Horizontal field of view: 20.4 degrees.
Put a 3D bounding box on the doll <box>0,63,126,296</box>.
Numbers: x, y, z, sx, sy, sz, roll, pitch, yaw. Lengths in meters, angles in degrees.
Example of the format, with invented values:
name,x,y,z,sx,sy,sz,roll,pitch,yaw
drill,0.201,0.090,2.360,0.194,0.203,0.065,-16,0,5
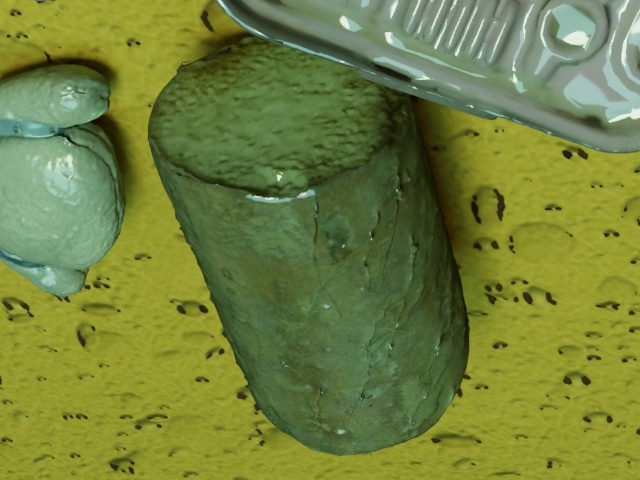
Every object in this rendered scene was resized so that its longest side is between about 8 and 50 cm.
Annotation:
name,x,y,z,sx,sy,sz,roll,pitch,yaw
doll,-0.177,-0.035,1.156,0.103,0.072,0.214,11,141,0

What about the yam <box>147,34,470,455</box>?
name,x,y,z,sx,sy,sz,roll,pitch,yaw
yam,0.000,0.000,1.080,0.161,0.161,0.268,0,144,16

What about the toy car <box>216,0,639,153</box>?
name,x,y,z,sx,sy,sz,roll,pitch,yaw
toy car,0.097,-0.228,0.700,0.242,0.226,0.336,18,109,-7
